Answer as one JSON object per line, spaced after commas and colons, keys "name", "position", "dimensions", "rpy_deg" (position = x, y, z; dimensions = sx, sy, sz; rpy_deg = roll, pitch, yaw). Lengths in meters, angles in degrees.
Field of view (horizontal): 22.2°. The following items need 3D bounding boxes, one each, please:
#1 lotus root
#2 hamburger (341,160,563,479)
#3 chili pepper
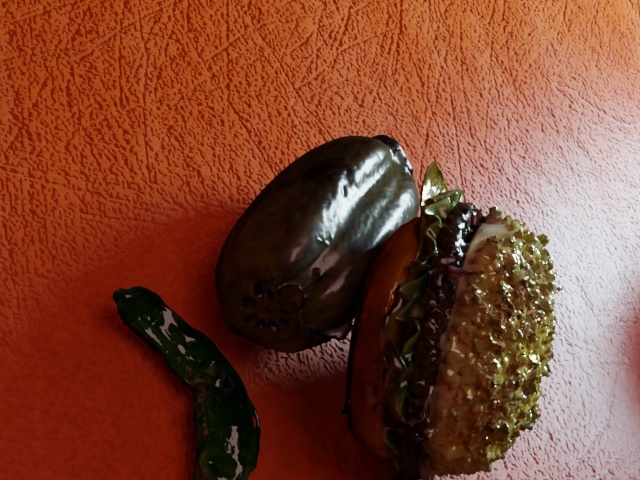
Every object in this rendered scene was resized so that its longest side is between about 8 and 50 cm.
{"name": "lotus root", "position": [0.000, 0.000, 1.325], "dimensions": [0.124, 0.123, 0.241], "rpy_deg": [55, 39, -12]}
{"name": "hamburger", "position": [0.107, 0.086, 1.269], "dimensions": [0.139, 0.243, 0.261], "rpy_deg": [13, 58, 16]}
{"name": "chili pepper", "position": [-0.093, 0.110, 1.228], "dimensions": [0.073, 0.050, 0.182], "rpy_deg": [-19, 70, -36]}
